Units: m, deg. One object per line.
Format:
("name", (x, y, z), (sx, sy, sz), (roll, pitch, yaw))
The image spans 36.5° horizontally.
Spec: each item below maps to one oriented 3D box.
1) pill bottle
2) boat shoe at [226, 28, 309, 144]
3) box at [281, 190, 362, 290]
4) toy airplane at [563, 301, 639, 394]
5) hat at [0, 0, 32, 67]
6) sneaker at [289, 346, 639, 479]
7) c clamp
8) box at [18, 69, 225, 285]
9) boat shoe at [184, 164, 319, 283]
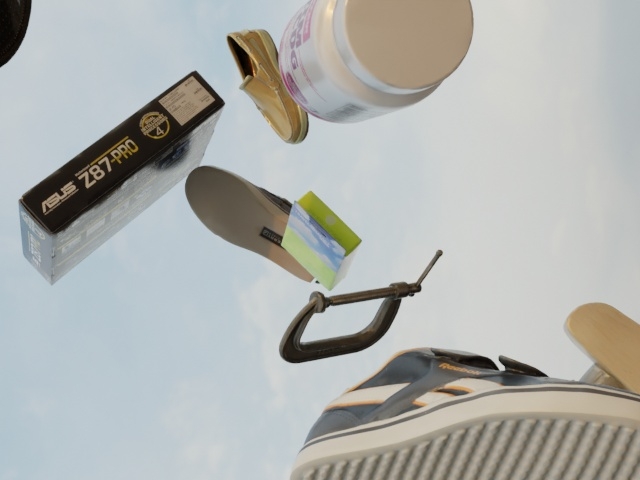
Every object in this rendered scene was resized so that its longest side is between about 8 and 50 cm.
("pill bottle", (0.055, -0.218, 1.068), (0.283, 0.160, 0.160), (-171, 82, -77))
("boat shoe", (-0.082, -0.213, 1.356), (0.072, 0.068, 0.190), (-8, -119, -41))
("box", (0.000, 0.000, 1.424), (0.042, 0.109, 0.178), (-42, -10, -20))
("toy airplane", (0.483, 0.261, 1.144), (0.272, 0.385, 0.386), (108, 164, -55))
("hat", (-0.328, -0.302, 0.858), (0.331, 0.134, 0.331), (-7, -81, -60))
("sneaker", (0.129, 0.147, 0.794), (0.126, 0.321, 0.127), (63, -149, -27))
("c clamp", (0.034, 0.068, 0.966), (0.161, 0.022, 0.137), (-11, -41, -32))
("box", (-0.365, -0.108, 1.774), (0.097, 0.318, 0.395), (46, -113, 4))
("boat shoe", (-0.108, -0.040, 1.937), (0.127, 0.341, 0.158), (-54, 0, 15))
